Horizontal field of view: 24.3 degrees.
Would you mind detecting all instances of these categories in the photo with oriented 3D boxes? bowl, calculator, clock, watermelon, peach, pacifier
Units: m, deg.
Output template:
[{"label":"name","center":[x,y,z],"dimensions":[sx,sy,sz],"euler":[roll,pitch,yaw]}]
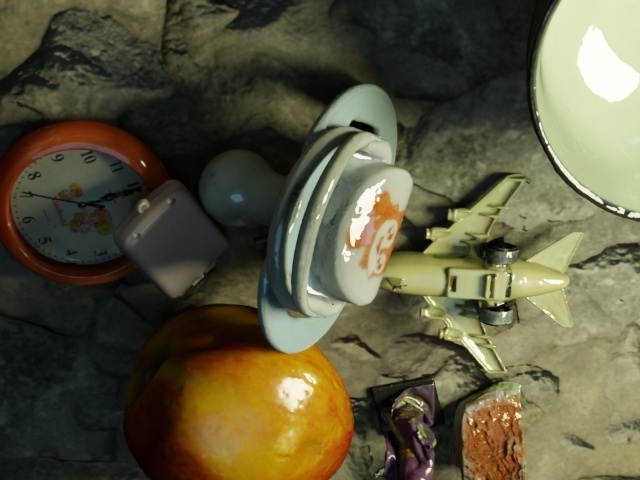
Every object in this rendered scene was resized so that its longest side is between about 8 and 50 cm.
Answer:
[{"label":"bowl","center":[0.367,-0.209,1.494],"dimensions":[0.354,0.185,0.354],"euler":[-1,123,-2]},{"label":"calculator","center":[-0.163,0.000,1.641],"dimensions":[0.100,0.032,0.175],"euler":[-44,146,-7]},{"label":"clock","center":[-0.264,-0.041,1.647],"dimensions":[0.205,0.051,0.205],"euler":[-3,123,-5]},{"label":"watermelon","center":[0.209,0.271,1.833],"dimensions":[0.098,0.158,0.121],"euler":[-6,150,0]},{"label":"peach","center":[-0.086,0.197,1.693],"dimensions":[0.281,0.238,0.281],"euler":[7,146,5]},{"label":"pacifier","center":[-0.034,-0.037,1.581],"dimensions":[0.233,0.244,0.299],"euler":[19,91,30]}]

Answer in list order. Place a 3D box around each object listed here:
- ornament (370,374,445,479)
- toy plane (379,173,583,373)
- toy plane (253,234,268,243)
[{"label":"ornament","center":[0.100,0.258,1.777],"dimensions":[0.081,0.203,0.088],"euler":[-9,125,12]},{"label":"toy plane","center":[0.169,0.041,1.702],"dimensions":[0.256,0.104,0.242],"euler":[0,108,-11]},{"label":"toy plane","center":[0.000,0.000,1.698],"dimensions":[0.145,0.037,0.060],"euler":[-16,112,12]}]
